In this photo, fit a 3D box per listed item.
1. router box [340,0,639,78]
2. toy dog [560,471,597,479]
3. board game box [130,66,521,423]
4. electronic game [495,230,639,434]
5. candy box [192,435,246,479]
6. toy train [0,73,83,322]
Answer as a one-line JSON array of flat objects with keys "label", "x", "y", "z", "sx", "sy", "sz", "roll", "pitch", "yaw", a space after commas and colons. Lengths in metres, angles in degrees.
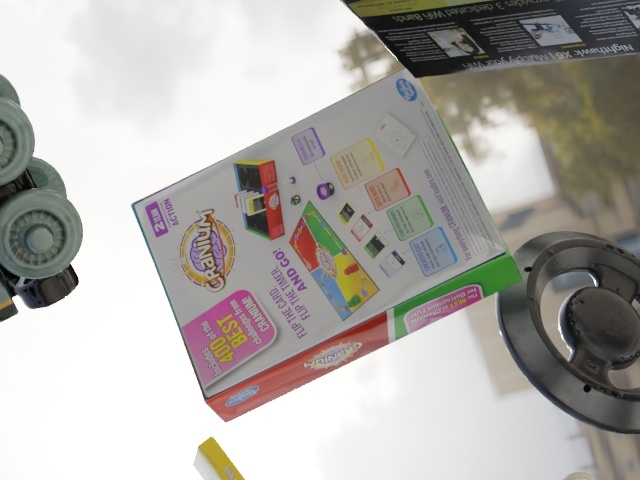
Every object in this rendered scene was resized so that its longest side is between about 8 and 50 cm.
[{"label": "router box", "x": 0.152, "y": -0.248, "z": 1.558, "sx": 0.243, "sy": 0.308, "sz": 0.081, "roll": 42, "pitch": -124, "yaw": -44}, {"label": "toy dog", "x": 0.307, "y": 0.412, "z": 1.824, "sx": 0.220, "sy": 0.161, "sz": 0.334, "roll": 23, "pitch": -95, "yaw": -27}, {"label": "board game box", "x": 0.000, "y": 0.000, "z": 1.758, "sx": 0.242, "sy": 0.316, "sz": 0.064, "roll": 67, "pitch": -175, "yaw": 31}, {"label": "electronic game", "x": 0.276, "y": 0.088, "z": 1.798, "sx": 0.229, "sy": 0.048, "sz": 0.229, "roll": 14, "pitch": -129, "yaw": -17}, {"label": "candy box", "x": -0.077, "y": 0.322, "z": 2.101, "sx": 0.206, "sy": 0.027, "sz": 0.105, "roll": 52, "pitch": 160, "yaw": 11}, {"label": "toy train", "x": -0.327, "y": -0.068, "z": 1.482, "sx": 0.334, "sy": 0.190, "sz": 0.142, "roll": 65, "pitch": 174, "yaw": -25}]
